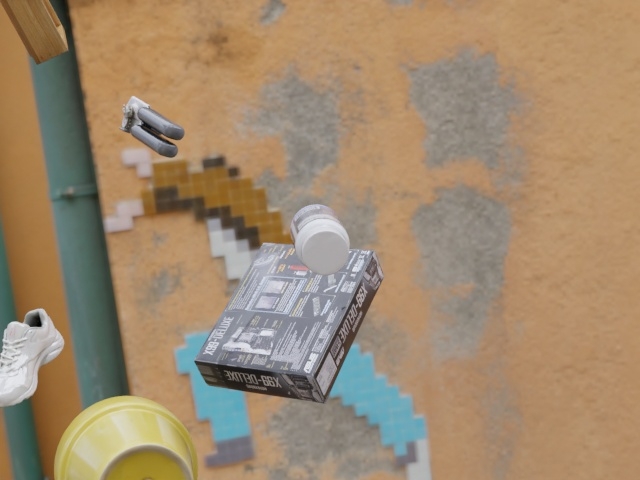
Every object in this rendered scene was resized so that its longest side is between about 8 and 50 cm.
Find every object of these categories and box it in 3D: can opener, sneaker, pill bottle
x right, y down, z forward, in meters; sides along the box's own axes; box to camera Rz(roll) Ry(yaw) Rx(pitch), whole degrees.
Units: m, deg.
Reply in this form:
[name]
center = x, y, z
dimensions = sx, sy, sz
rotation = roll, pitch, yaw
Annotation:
[can opener]
center = -0.336, -0.230, 1.998
dimensions = 0.093, 0.074, 0.280
rotation = 15, 10, -31
[sneaker]
center = -0.566, 0.212, 1.836
dimensions = 0.091, 0.115, 0.232
rotation = -4, 32, 14
[pill bottle]
center = 0.000, 0.000, 1.413
dimensions = 0.078, 0.078, 0.137
rotation = -8, 16, -4

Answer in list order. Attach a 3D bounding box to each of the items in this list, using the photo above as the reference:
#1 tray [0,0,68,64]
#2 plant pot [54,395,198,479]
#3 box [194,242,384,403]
[tray]
center = -0.609, -0.548, 1.863
dimensions = 0.076, 0.410, 0.203
rotation = -27, 28, -4
[plant pot]
center = -0.323, 0.411, 1.717
dimensions = 0.254, 0.253, 0.239
rotation = -10, 3, -21
[box]
center = -0.052, 0.139, 1.791
dimensions = 0.243, 0.076, 0.307
rotation = 3, 45, 28
